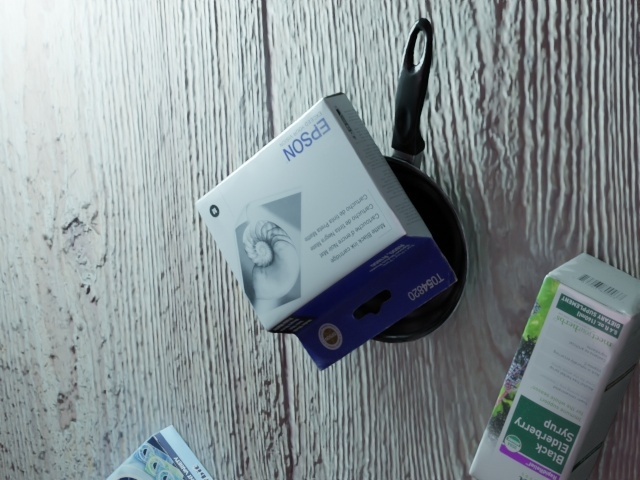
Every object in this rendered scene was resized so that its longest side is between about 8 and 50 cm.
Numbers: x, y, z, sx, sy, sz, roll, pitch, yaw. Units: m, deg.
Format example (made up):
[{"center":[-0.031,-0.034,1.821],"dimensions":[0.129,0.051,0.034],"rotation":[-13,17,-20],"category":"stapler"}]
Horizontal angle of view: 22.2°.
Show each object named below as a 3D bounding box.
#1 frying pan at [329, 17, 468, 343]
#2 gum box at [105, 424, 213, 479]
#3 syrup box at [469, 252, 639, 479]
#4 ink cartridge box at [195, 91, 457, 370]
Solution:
[{"center":[0.058,-0.056,1.656],"dimensions":[0.197,0.053,0.326],"rotation":[-3,100,33],"category":"frying pan"},{"center":[-0.191,0.332,1.928],"dimensions":[0.157,0.041,0.184],"rotation":[52,124,10],"category":"gum box"},{"center":[0.236,0.141,1.573],"dimensions":[0.093,0.096,0.237],"rotation":[29,116,22],"category":"syrup box"},{"center":[0.000,0.000,1.659],"dimensions":[0.223,0.045,0.224],"rotation":[-38,81,37],"category":"ink cartridge box"}]
